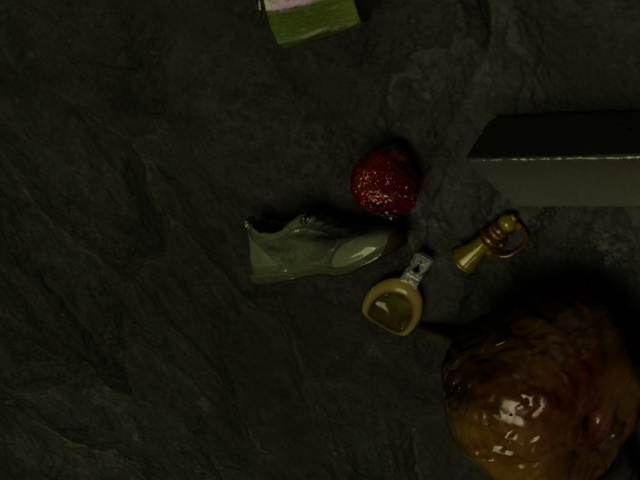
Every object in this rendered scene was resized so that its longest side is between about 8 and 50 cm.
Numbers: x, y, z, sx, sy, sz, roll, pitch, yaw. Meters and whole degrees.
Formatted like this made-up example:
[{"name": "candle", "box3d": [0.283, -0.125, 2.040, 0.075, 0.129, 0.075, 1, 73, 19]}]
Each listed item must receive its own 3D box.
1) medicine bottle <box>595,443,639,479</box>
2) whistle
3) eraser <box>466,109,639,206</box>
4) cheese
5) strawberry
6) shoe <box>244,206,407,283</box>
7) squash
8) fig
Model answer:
[{"name": "medicine bottle", "box3d": [0.400, 0.421, 1.706, 0.165, 0.165, 0.273, -2, 123, 32]}, {"name": "whistle", "box3d": [0.234, 0.006, 1.577, 0.109, 0.046, 0.057, -37, 85, 37]}, {"name": "eraser", "box3d": [0.356, -0.096, 1.376, 0.352, 0.111, 0.077, 1, 126, 30]}, {"name": "cheese", "box3d": [0.122, 0.071, 1.696, 0.086, 0.036, 0.162, 33, 134, 4]}, {"name": "strawberry", "box3d": [0.090, -0.081, 1.566, 0.106, 0.106, 0.106, 16, 130, 20]}, {"name": "shoe", "box3d": [0.000, 0.000, 1.676, 0.274, 0.103, 0.098, -8, 107, 34]}, {"name": "squash", "box3d": [-0.007, -0.316, 1.402, 0.122, 0.170, 0.170, 1, 124, 17]}, {"name": "fig", "box3d": [0.242, 0.174, 1.585, 0.368, 0.286, 0.286, 24, 137, 46]}]
